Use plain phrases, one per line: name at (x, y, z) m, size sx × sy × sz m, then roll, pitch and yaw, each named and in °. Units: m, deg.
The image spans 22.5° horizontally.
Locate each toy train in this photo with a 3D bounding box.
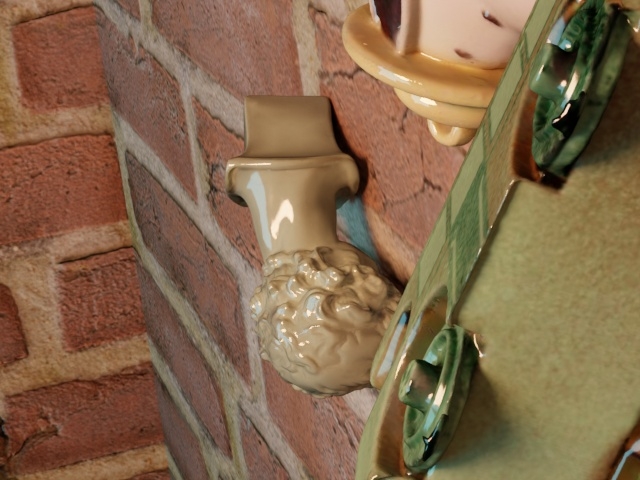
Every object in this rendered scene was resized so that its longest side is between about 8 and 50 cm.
toy train at (0.120, -0.005, 0.673) m, size 0.159 × 0.129 × 0.326 m, roll -85°, pitch 15°, yaw -62°

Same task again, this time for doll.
doll at (0.085, -0.202, 0.833) m, size 0.208 × 0.144 × 0.271 m, roll -27°, pitch 79°, yaw 53°

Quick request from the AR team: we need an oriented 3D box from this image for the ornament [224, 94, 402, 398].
ornament at (-0.014, -0.004, 1.315) m, size 0.120 × 0.130 × 0.285 m, roll 93°, pitch 159°, yaw -58°
